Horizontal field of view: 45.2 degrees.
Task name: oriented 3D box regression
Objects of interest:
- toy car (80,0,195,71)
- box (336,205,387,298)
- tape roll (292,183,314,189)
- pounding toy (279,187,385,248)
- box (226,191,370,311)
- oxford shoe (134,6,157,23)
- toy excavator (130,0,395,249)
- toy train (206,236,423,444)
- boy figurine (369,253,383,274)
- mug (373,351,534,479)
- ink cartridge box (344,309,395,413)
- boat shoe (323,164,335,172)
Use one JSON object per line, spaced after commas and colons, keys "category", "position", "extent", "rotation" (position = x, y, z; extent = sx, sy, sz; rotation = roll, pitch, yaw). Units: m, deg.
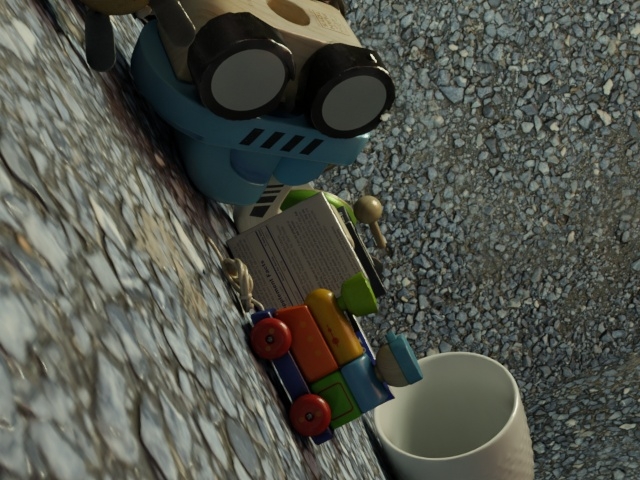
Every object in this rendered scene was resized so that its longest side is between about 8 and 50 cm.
{"category": "toy car", "position": [-0.187, -0.256, 0.695], "extent": [0.149, 0.155, 0.188], "rotation": [-108, 180, -77]}
{"category": "box", "position": [0.010, 0.047, 1.361], "extent": [0.155, 0.158, 0.093], "rotation": [62, 4, -22]}
{"category": "tape roll", "position": [-0.080, -0.106, 1.594], "extent": [0.219, 0.072, 0.219], "rotation": [48, -9, 10]}
{"category": "pounding toy", "position": [0.000, 0.000, 1.453], "extent": [0.183, 0.237, 0.110], "rotation": [77, 16, -53]}
{"category": "box", "position": [-0.026, 0.031, 0.959], "extent": [0.126, 0.137, 0.072], "rotation": [63, 1, 14]}
{"category": "oxford shoe", "position": [-0.270, -0.433, 1.194], "extent": [0.363, 0.130, 0.132], "rotation": [53, 16, -77]}
{"category": "toy excavator", "position": [-0.073, -0.120, 1.035], "extent": [0.433, 0.445, 0.222], "rotation": [5, 45, -36]}
{"category": "toy train", "position": [-0.005, 0.074, 0.819], "extent": [0.248, 0.144, 0.105], "rotation": [63, 1, 3]}
{"category": "boy figurine", "position": [0.017, 0.058, 1.666], "extent": [0.092, 0.177, 0.285], "rotation": [20, -2, -27]}
{"category": "mug", "position": [0.263, 0.458, 1.466], "extent": [0.374, 0.276, 0.328], "rotation": [-63, 141, -50]}
{"category": "ink cartridge box", "position": [0.014, 0.144, 1.061], "extent": [0.207, 0.097, 0.046], "rotation": [63, 2, 32]}
{"category": "boat shoe", "position": [-0.107, -0.198, 1.227], "extent": [0.307, 0.110, 0.104], "rotation": [24, -15, 21]}
